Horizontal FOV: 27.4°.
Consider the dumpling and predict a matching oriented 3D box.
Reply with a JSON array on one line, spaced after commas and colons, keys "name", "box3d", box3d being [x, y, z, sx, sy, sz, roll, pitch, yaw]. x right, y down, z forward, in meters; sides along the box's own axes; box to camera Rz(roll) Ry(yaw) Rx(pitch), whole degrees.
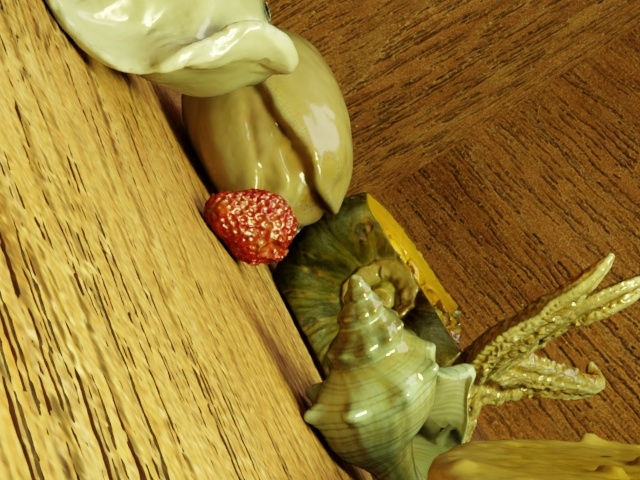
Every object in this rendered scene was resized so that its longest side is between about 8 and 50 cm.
[{"name": "dumpling", "box3d": [-0.170, -0.230, 1.157, 0.243, 0.187, 0.318, -13, 53, -43]}]

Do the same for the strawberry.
[{"name": "strawberry", "box3d": [-0.066, -0.014, 1.153, 0.083, 0.073, 0.073, 9, 34, -32]}]

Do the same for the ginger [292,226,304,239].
[{"name": "ginger", "box3d": [-0.019, -0.005, 1.501, 0.288, 0.075, 0.089, 59, 21, -74]}]

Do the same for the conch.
[{"name": "conch", "box3d": [0.055, 0.126, 1.040, 0.114, 0.137, 0.234, 26, -28, 41]}]

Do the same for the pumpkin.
[{"name": "pumpkin", "box3d": [0.066, 0.088, 1.322, 0.190, 0.139, 0.280, 49, 10, -46]}]

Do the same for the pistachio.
[{"name": "pistachio", "box3d": [-0.054, -0.120, 1.338, 0.181, 0.162, 0.293, 63, -1, -38]}]

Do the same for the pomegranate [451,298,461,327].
[{"name": "pomegranate", "box3d": [0.110, 0.111, 1.644, 0.114, 0.142, 0.114, 43, 35, -41]}]

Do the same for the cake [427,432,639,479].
[{"name": "cake", "box3d": [0.207, 0.293, 0.787, 0.332, 0.332, 0.321, 21, 74, -83]}]

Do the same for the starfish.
[{"name": "starfish", "box3d": [0.160, 0.141, 1.208, 0.094, 0.327, 0.375, 46, -33, 21]}]
